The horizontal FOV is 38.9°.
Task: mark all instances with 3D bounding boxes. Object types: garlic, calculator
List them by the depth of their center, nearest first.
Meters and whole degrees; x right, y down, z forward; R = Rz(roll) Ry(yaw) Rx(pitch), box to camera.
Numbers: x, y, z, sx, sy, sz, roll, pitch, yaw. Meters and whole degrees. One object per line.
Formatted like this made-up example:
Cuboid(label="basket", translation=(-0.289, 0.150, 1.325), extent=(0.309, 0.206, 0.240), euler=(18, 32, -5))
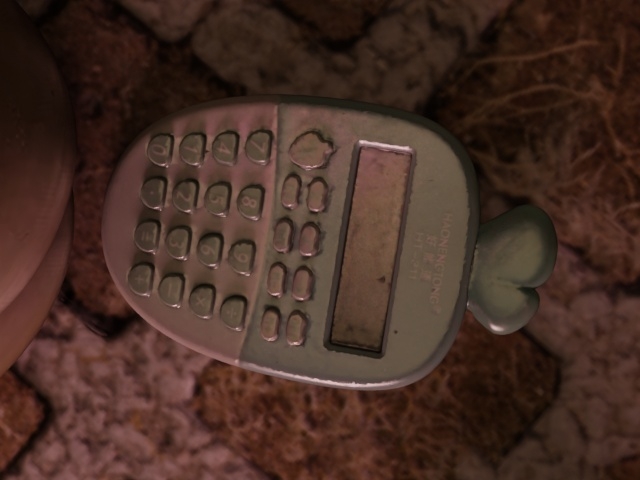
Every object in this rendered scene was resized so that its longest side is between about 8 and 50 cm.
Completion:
Cuboid(label="garlic", translation=(-0.267, -0.001, 0.504), extent=(0.246, 0.231, 0.340), euler=(37, 81, -16))
Cuboid(label="calculator", translation=(0.000, 0.000, 0.587), extent=(0.295, 0.042, 0.184), euler=(9, 91, 9))
